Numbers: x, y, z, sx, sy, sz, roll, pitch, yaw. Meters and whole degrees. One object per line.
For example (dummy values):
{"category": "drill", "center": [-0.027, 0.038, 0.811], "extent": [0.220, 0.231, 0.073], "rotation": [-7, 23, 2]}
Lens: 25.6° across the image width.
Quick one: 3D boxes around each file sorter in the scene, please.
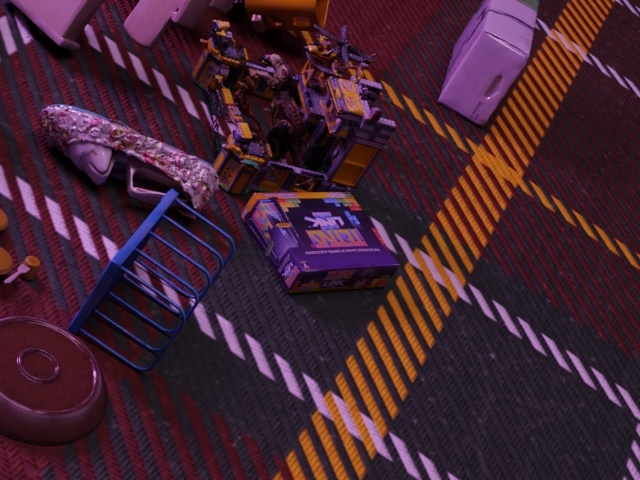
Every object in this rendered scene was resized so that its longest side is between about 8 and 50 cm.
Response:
{"category": "file sorter", "center": [-0.184, 0.048, 1.583], "extent": [0.104, 0.118, 0.170], "rotation": [35, 34, -4]}

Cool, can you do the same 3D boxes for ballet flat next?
{"category": "ballet flat", "center": [-0.240, -0.096, 1.750], "extent": [0.241, 0.091, 0.077], "rotation": [20, 58, -12]}

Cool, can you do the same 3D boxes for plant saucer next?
{"category": "plant saucer", "center": [-0.295, 0.137, 1.459], "extent": [0.168, 0.029, 0.168], "rotation": [22, 36, -17]}

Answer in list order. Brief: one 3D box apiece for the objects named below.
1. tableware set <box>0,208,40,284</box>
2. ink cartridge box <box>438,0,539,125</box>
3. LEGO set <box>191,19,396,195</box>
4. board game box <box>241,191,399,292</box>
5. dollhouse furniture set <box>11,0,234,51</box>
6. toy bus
{"category": "tableware set", "center": [-0.381, -0.005, 1.573], "extent": [0.154, 0.024, 0.104], "rotation": [36, 31, 6]}
{"category": "ink cartridge box", "center": [0.285, -0.318, 2.373], "extent": [0.092, 0.160, 0.219], "rotation": [28, 34, -5]}
{"category": "LEGO set", "center": [-0.035, -0.207, 1.948], "extent": [0.255, 0.192, 0.331], "rotation": [19, 36, -20]}
{"category": "board game box", "center": [0.000, 0.000, 1.849], "extent": [0.170, 0.048, 0.141], "rotation": [-3, 47, -41]}
{"category": "dollhouse furniture set", "center": [-0.245, -0.338, 2.007], "extent": [0.286, 0.198, 0.303], "rotation": [43, 13, 20]}
{"category": "toy bus", "center": [-0.083, -0.378, 2.194], "extent": [0.191, 0.202, 0.104], "rotation": [21, 66, -29]}
